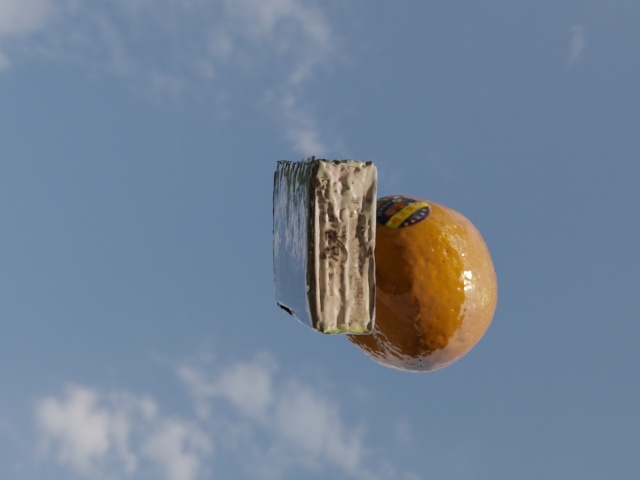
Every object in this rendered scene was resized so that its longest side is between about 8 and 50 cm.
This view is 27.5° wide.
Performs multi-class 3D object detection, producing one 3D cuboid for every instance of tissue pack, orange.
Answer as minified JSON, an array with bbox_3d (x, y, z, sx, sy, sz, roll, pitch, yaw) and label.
[{"bbox_3d":[0.000,0.000,1.353,0.073,0.235,0.173,-1,-87,-12],"label":"tissue pack"},{"bbox_3d":[0.108,0.049,1.554,0.219,0.193,0.219,25,-52,36],"label":"orange"}]
